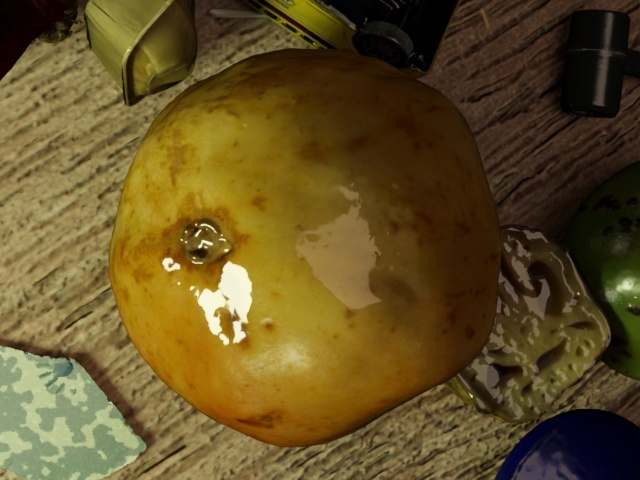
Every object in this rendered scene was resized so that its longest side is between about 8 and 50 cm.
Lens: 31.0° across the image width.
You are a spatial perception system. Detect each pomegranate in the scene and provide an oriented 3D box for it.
[{"bbox_3d":[0.000,0.000,1.124,0.410,0.410,0.410,-1,93,-23],"label":"pomegranate"},{"bbox_3d":[0.421,0.033,1.305,0.291,0.323,0.290,-1,94,-8],"label":"pomegranate"}]

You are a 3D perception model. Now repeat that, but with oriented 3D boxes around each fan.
[{"bbox_3d":[-0.290,0.175,1.177,0.240,0.009,0.131,35,80,-21],"label":"fan"}]

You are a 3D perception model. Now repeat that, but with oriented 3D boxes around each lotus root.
[{"bbox_3d":[0.190,0.089,1.288,0.188,0.180,0.199,-33,98,-15],"label":"lotus root"}]

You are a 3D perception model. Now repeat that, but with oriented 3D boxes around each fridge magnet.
[{"bbox_3d":[0.307,0.331,1.380,0.265,0.113,0.265,-1,92,-23],"label":"fridge magnet"}]

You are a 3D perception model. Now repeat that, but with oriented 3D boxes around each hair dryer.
[{"bbox_3d":[0.392,-0.205,1.424,0.219,0.071,0.124,5,92,-32],"label":"hair dryer"}]

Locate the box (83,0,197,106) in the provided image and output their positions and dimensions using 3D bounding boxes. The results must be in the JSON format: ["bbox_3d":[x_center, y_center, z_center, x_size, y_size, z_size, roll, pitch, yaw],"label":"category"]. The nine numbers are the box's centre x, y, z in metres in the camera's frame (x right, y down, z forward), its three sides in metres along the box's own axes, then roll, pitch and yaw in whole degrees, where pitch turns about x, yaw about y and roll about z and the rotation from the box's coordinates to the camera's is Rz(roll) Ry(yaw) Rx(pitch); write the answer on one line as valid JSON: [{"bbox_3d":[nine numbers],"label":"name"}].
[{"bbox_3d":[-0.169,-0.198,1.131,0.111,0.177,0.111,2,79,-8],"label":"box"}]

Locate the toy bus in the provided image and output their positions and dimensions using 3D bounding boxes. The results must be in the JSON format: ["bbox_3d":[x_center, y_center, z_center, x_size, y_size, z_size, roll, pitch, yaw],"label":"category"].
[{"bbox_3d":[-0.020,-0.294,1.188,0.331,0.151,0.145,31,72,-20],"label":"toy bus"}]

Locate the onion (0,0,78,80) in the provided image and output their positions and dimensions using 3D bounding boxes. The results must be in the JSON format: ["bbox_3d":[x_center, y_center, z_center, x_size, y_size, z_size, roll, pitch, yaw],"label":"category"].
[{"bbox_3d":[-0.353,-0.227,1.028,0.221,0.281,0.281,38,73,25],"label":"onion"}]

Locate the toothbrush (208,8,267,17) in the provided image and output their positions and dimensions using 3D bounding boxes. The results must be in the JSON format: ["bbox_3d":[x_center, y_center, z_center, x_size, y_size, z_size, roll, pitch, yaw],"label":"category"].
[{"bbox_3d":[-0.044,-0.240,1.257,0.162,0.014,0.017,-2,87,-25],"label":"toothbrush"}]
